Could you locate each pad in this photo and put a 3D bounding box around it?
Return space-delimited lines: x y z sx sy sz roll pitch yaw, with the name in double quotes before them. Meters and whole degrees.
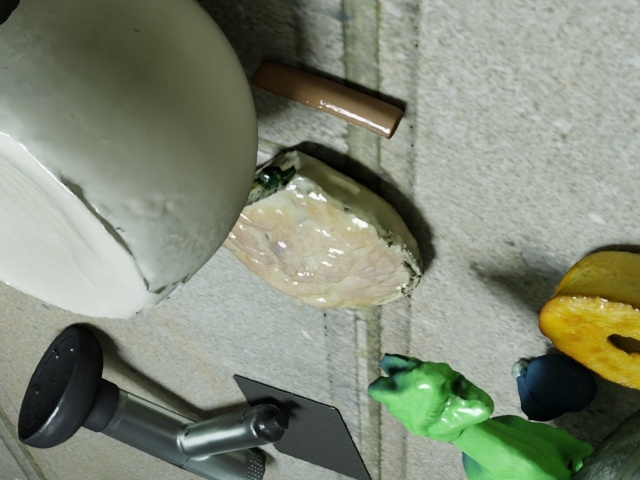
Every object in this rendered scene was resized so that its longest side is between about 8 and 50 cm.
"pad" -0.019 0.231 1.690 0.143 0.003 0.211 16 152 24

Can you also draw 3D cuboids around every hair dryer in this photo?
"hair dryer" -0.175 0.196 1.709 0.320 0.155 0.284 22 139 -17

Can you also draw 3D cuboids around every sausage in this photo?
"sausage" 0.004 -0.104 1.018 0.116 0.026 0.026 22 154 13

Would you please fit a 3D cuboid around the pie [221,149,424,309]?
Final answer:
"pie" -0.001 0.003 1.192 0.185 0.052 0.218 40 150 -21

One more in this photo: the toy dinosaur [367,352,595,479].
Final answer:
"toy dinosaur" 0.149 0.221 1.300 0.375 0.144 0.500 32 167 -12

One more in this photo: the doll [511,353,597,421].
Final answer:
"doll" 0.210 0.131 1.231 0.076 0.050 0.083 25 153 -3

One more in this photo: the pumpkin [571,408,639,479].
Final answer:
"pumpkin" 0.335 0.237 0.960 0.328 0.257 0.291 23 157 49

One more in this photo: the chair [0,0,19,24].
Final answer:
"chair" -0.254 -0.280 0.637 0.227 0.226 0.401 23 143 10

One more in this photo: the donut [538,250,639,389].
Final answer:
"donut" 0.244 0.063 1.056 0.152 0.058 0.152 22 155 11

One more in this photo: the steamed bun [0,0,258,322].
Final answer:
"steamed bun" -0.193 -0.102 1.003 0.324 0.206 0.324 25 155 13
